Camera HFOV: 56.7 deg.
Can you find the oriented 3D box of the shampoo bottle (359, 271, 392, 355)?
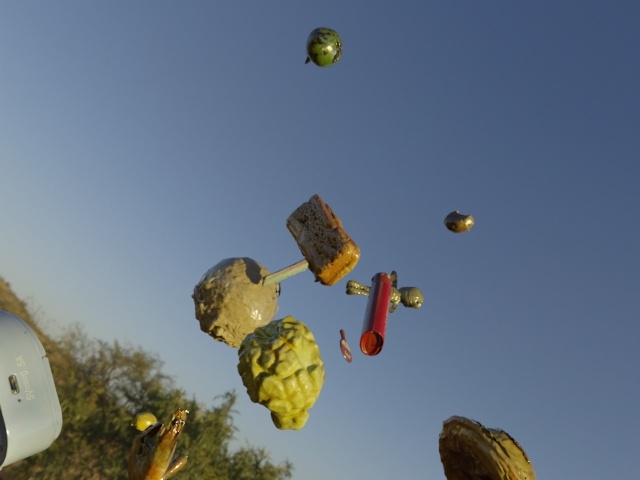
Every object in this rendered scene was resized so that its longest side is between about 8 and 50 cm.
[{"bbox_3d":[0.186,0.229,1.946,0.076,0.314,0.118,8,-52,7],"label":"shampoo bottle"}]

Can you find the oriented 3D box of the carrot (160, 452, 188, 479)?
[{"bbox_3d":[-0.576,0.857,2.120,0.049,0.254,0.049,26,-45,29],"label":"carrot"}]

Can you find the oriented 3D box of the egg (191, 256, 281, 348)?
[{"bbox_3d":[-0.254,0.183,1.811,0.279,0.279,0.310,47,12,-23],"label":"egg"}]

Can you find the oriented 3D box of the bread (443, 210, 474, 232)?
[{"bbox_3d":[0.483,-0.061,2.092,0.060,0.082,0.113,68,-11,-23],"label":"bread"}]

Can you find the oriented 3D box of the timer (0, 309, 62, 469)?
[{"bbox_3d":[-0.772,0.323,1.322,0.394,0.173,0.396,5,-81,34],"label":"timer"}]

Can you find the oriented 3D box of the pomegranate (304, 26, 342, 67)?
[{"bbox_3d":[-0.001,-0.590,1.830,0.161,0.122,0.122,-6,-47,51],"label":"pomegranate"}]

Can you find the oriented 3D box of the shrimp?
[{"bbox_3d":[-0.424,0.534,1.545,0.150,0.249,0.068,46,9,37],"label":"shrimp"}]

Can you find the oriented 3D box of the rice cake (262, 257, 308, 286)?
[{"bbox_3d":[-0.075,0.081,1.698,0.033,0.207,0.033,71,-5,-81],"label":"rice cake"}]

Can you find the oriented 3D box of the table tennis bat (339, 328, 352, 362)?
[{"bbox_3d":[0.097,0.421,2.373,0.019,0.155,0.098,-26,-49,14],"label":"table tennis bat"}]

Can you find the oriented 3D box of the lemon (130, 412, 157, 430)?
[{"bbox_3d":[-0.639,0.657,2.146,0.092,0.065,0.065,-3,-22,-10],"label":"lemon"}]

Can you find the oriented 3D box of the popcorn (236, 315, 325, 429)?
[{"bbox_3d":[-0.084,0.286,1.302,0.235,0.180,0.217,-138,-150,-73],"label":"popcorn"}]

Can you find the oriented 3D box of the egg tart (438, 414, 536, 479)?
[{"bbox_3d":[0.558,0.759,1.922,0.443,0.178,0.443,50,-28,41],"label":"egg tart"}]

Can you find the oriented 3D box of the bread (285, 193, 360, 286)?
[{"bbox_3d":[-0.001,-0.001,1.466,0.077,0.139,0.271,43,8,-39],"label":"bread"}]

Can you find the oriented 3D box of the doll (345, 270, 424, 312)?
[{"bbox_3d":[0.253,0.213,2.295,0.203,0.285,0.091,-128,-140,-52],"label":"doll"}]
